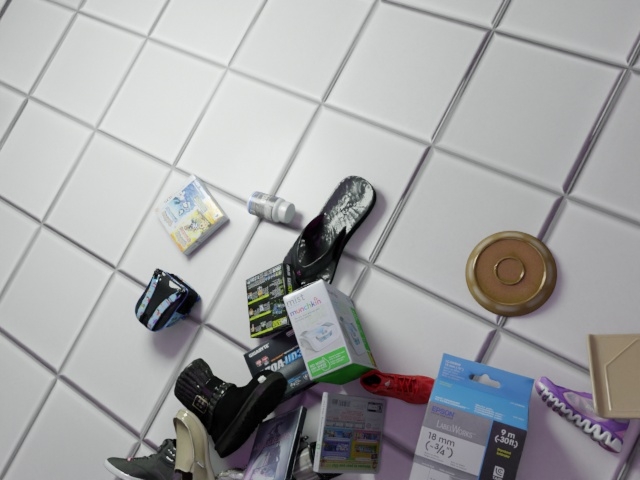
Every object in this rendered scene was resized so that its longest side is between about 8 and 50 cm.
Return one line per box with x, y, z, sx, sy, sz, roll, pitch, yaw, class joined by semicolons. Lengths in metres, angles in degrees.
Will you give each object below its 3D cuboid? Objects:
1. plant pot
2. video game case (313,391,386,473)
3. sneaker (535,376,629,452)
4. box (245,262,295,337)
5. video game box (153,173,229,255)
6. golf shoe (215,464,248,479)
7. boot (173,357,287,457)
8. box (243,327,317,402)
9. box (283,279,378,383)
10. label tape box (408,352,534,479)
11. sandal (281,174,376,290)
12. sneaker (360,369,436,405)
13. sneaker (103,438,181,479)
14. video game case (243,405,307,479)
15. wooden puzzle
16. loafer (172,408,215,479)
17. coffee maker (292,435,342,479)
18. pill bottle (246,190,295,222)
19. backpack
0.505;0.084;1.641;0.236;0.032;0.236;-5;74;18;plant pot
0.080;0.501;1.596;0.023;0.212;0.194;-8;70;50;video game case
0.634;0.397;1.481;0.236;0.095;0.104;36;83;20;sneaker
-0.145;0.178;1.802;0.190;0.045;0.184;-27;66;44;box
-0.427;-0.086;2.022;0.187;0.048;0.205;-43;66;8;video game box
-0.226;0.679;1.729;0.176;0.069;0.086;-19;76;16;golf shoe
-0.267;0.417;1.735;0.260;0.131;0.348;49;116;24;boot
-0.093;0.355;1.774;0.220;0.051;0.175;-31;68;11;box
0.028;0.253;1.644;0.126;0.262;0.231;-25;68;12;box
0.370;0.473;1.513;0.240;0.106;0.334;14;87;16;label tape box
-0.001;-0.002;1.808;0.167;0.107;0.446;28;87;25;sandal
0.208;0.387;1.613;0.221;0.128;0.087;-3;74;19;sneaker
-0.492;0.646;1.818;0.295;0.104;0.147;11;78;16;sneaker
-0.131;0.585;1.622;0.196;0.026;0.274;-33;30;38;video game case
0.761;0.319;1.446;0.238;0.044;0.221;-2;50;18;wooden puzzle
-0.362;0.605;1.711;0.102;0.092;0.269;-27;79;46;loafer
-0.027;0.612;1.638;0.178;0.171;0.120;-37;39;30;coffee maker
-0.152;-0.101;1.906;0.137;0.078;0.078;17;82;23;pill bottle
-0.485;0.199;1.925;0.158;0.117;0.173;32;87;24;backpack
